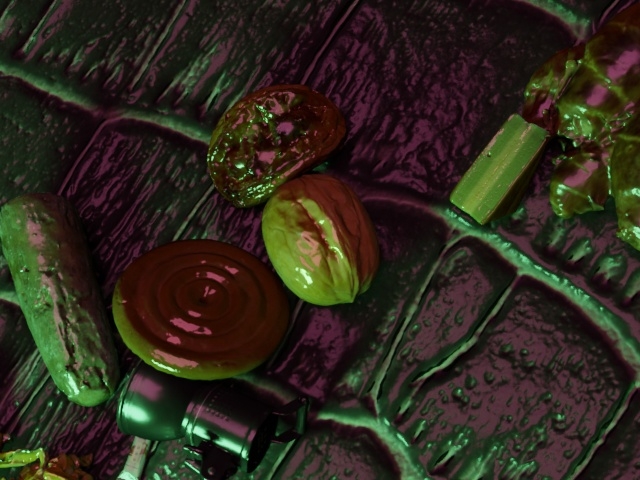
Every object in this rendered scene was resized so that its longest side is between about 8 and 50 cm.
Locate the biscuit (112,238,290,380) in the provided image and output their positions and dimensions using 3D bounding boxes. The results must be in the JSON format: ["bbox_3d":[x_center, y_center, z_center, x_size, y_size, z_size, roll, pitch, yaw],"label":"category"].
[{"bbox_3d":[-0.171,0.089,1.441,0.261,0.037,0.262,6,46,-6],"label":"biscuit"}]

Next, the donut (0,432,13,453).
[{"bbox_3d":[-0.571,0.343,1.469,0.186,0.126,0.144,-31,32,12],"label":"donut"}]

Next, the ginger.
[{"bbox_3d":[0.430,-0.155,1.382,0.274,0.152,0.358,-20,69,7],"label":"ginger"}]

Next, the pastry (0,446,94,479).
[{"bbox_3d":[-0.436,0.400,1.449,0.154,0.102,0.250,39,86,16],"label":"pastry"}]

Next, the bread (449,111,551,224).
[{"bbox_3d":[0.253,-0.103,1.405,0.074,0.084,0.139,42,129,29],"label":"bread"}]

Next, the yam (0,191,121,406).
[{"bbox_3d":[-0.387,0.093,1.518,0.133,0.133,0.330,-25,75,5],"label":"yam"}]

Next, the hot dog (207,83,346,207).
[{"bbox_3d":[-0.072,-0.147,1.527,0.227,0.099,0.160,-40,69,3],"label":"hot dog"}]

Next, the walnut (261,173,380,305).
[{"bbox_3d":[0.000,0.000,1.438,0.159,0.159,0.207,-30,69,3],"label":"walnut"}]

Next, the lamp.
[{"bbox_3d":[-0.154,0.255,1.397,0.227,0.147,0.172,22,46,18],"label":"lamp"}]

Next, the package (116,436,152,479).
[{"bbox_3d":[-0.269,0.312,1.483,0.037,0.015,0.110,16,77,8],"label":"package"}]
